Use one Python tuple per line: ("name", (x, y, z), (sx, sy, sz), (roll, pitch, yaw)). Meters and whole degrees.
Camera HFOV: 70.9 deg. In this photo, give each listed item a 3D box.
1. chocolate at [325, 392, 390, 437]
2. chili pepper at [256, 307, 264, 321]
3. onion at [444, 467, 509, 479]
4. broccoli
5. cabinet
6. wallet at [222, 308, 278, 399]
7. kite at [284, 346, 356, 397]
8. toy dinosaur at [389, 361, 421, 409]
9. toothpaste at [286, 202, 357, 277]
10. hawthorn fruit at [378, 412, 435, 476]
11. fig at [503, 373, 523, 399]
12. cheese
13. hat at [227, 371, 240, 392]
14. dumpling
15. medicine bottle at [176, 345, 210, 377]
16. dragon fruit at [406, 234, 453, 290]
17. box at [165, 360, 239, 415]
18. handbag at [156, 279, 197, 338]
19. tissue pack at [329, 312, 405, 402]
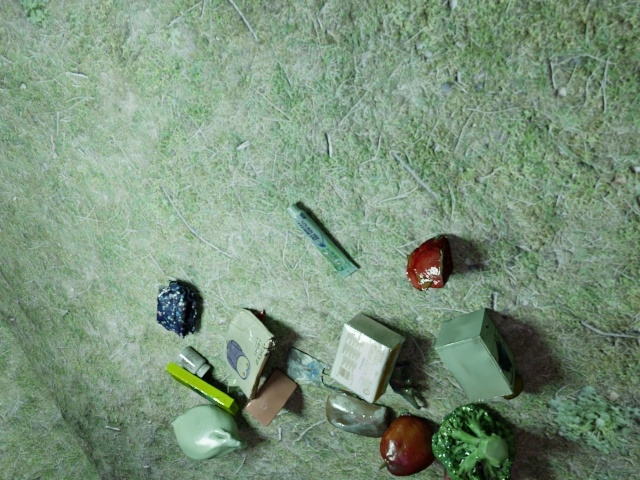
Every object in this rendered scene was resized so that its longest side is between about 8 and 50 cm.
("chocolate", (0.132, 0.674, 1.690), (0.254, 0.080, 0.156), (9, 122, 22))
("chili pepper", (-0.245, 0.331, 1.749), (0.045, 0.027, 0.178), (33, 121, 10))
("onion", (0.538, 0.838, 1.556), (0.227, 0.120, 0.283), (-1, 113, 22))
("broccoli", (0.497, 0.645, 1.415), (0.270, 0.270, 0.270), (35, 157, 7))
("cabinet", (0.467, 0.340, 1.331), (0.150, 0.145, 0.206), (-29, 99, 34))
("wallet", (-0.282, 0.421, 1.719), (0.275, 0.068, 0.335), (43, 123, 39))
("kite", (0.000, 0.521, 1.732), (0.310, 0.015, 0.169), (19, 123, 18))
("toy dinosaur", (0.251, 0.497, 1.578), (0.188, 0.075, 0.247), (-8, 116, 39))
("toothpaste", (0.000, 0.000, 1.459), (0.296, 0.048, 0.075), (49, 124, -6))
("hawthorn fruit", (0.288, 0.718, 1.564), (0.190, 0.252, 0.189), (16, 112, 48))
("fig", (0.574, 0.445, 1.365), (0.074, 0.088, 0.074), (21, 144, 16))
("cheese", (-0.218, 0.641, 1.794), (0.128, 0.177, 0.202), (40, 125, 4))
("hat", (-0.331, 0.590, 1.901), (0.123, 0.081, 0.166), (-2, 138, -15))
("dumpling", (-0.473, 0.826, 1.966), (0.321, 0.270, 0.211), (42, 125, 37))
("medicine bottle", (-0.554, 0.534, 1.968), (0.140, 0.079, 0.079), (38, 124, 4))
("dragon fruit", (0.298, 0.067, 1.300), (0.161, 0.121, 0.127), (-13, 102, 35))
("box", (-0.518, 0.656, 1.984), (0.335, 0.047, 0.187), (25, 150, 13))
("handbag", (-0.583, 0.283, 1.842), (0.162, 0.113, 0.260), (27, 124, 20))
("tissue pack", (0.154, 0.388, 1.494), (0.185, 0.124, 0.224), (26, 114, 26))
